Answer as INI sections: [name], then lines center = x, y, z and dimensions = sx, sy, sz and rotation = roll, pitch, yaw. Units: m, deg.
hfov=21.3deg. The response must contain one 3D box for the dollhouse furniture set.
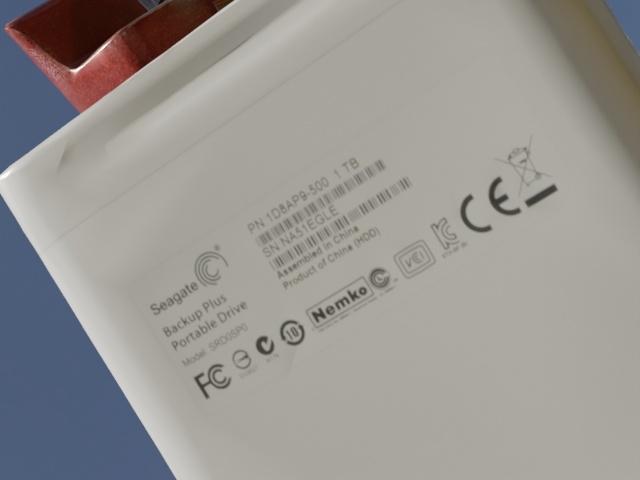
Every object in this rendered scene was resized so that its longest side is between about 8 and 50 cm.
[dollhouse furniture set]
center = -0.060, -0.170, 0.835
dimensions = 0.201, 0.374, 0.152
rotation = -35, -85, 15

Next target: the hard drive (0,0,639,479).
[hard drive]
center = 0.061, 0.068, 0.612
dimensions = 0.353, 0.233, 0.047
rotation = 58, -153, 1
